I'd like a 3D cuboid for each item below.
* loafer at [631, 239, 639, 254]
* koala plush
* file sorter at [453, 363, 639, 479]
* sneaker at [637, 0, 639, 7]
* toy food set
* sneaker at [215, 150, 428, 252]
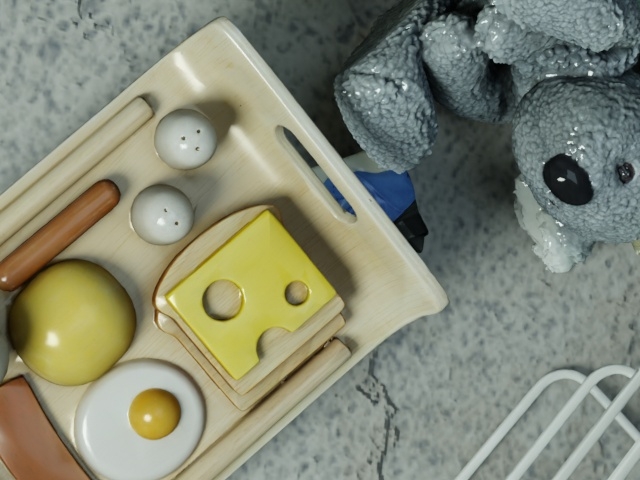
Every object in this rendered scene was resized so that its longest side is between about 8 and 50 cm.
[{"bbox_3d":[0.313,-0.022,1.337,0.251,0.094,0.087,2,88,-15],"label":"loafer"},{"bbox_3d":[0.157,-0.091,1.217,0.221,0.196,0.203,50,31,-13],"label":"koala plush"},{"bbox_3d":[0.216,0.179,1.158,0.173,0.278,0.193,47,67,-10],"label":"file sorter"},{"bbox_3d":[0.228,-0.159,1.301,0.256,0.094,0.151,24,68,-23],"label":"sneaker"},{"bbox_3d":[-0.103,0.052,1.099,0.306,0.092,0.219,-41,101,-8],"label":"toy food set"},{"bbox_3d":[0.000,0.000,1.200,0.152,0.058,0.084,-20,84,-32],"label":"sneaker"}]
